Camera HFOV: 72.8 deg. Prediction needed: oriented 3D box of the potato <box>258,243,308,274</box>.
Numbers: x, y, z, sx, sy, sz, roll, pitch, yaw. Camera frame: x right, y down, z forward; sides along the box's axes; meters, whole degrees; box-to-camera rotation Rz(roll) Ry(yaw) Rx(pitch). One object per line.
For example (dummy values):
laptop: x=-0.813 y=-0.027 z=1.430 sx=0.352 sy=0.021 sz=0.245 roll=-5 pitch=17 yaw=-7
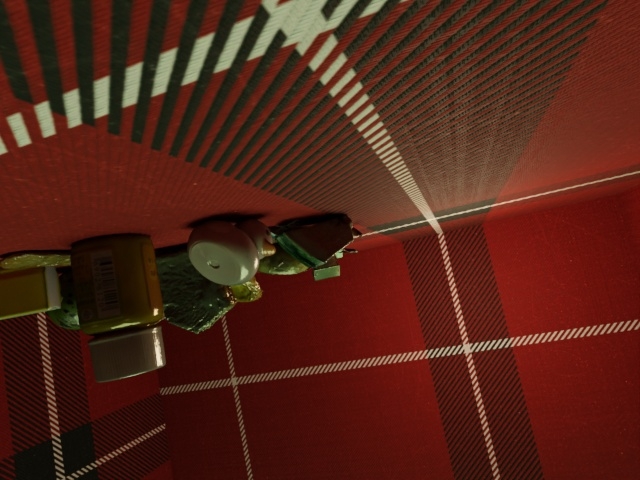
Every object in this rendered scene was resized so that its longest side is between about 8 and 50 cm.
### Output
potato: x=-0.170 y=0.058 z=1.902 sx=0.272 sy=0.160 sz=0.111 roll=3 pitch=129 yaw=-2

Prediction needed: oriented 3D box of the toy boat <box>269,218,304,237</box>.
toy boat: x=-0.121 y=-0.050 z=1.564 sx=0.150 sy=0.034 sz=0.105 roll=-25 pitch=167 yaw=13

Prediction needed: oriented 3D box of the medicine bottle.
medicine bottle: x=-0.570 y=0.189 z=1.244 sx=0.225 sy=0.383 sz=0.224 roll=-12 pitch=173 yaw=-1

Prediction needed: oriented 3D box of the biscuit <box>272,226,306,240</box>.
biscuit: x=-0.141 y=-0.016 z=1.784 sx=0.231 sy=0.025 sz=0.131 roll=-14 pitch=174 yaw=23

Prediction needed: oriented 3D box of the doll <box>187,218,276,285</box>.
doll: x=-0.257 y=0.012 z=1.288 sx=0.251 sy=0.220 sz=0.221 roll=10 pitch=178 yaw=13

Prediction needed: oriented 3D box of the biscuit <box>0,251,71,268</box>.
biscuit: x=-0.789 y=0.052 z=1.263 sx=0.119 sy=0.028 sz=0.247 roll=-22 pitch=169 yaw=25

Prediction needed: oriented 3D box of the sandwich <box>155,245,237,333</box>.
sandwich: x=-0.458 y=0.177 z=1.593 sx=0.263 sy=0.324 sz=0.131 roll=-12 pitch=-176 yaw=-3

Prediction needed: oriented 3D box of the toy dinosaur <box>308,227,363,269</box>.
toy dinosaur: x=0.053 y=0.037 z=1.955 sx=0.328 sy=0.112 sz=0.206 roll=-14 pitch=135 yaw=17

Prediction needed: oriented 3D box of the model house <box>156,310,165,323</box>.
model house: x=-0.755 y=0.214 z=2.007 sx=0.280 sy=0.245 sz=0.312 roll=-36 pitch=-153 yaw=-12

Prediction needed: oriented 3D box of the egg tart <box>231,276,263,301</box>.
egg tart: x=-0.419 y=0.165 z=1.985 sx=0.346 sy=0.132 sz=0.345 roll=12 pitch=146 yaw=8

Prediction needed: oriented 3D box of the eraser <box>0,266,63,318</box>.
eraser: x=-0.922 y=0.153 z=1.328 sx=0.226 sy=0.157 sz=0.069 roll=-11 pitch=172 yaw=-1

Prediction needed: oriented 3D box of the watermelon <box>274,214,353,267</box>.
watermelon: x=-0.001 y=0.016 z=1.586 sx=0.302 sy=0.151 sz=0.264 roll=-18 pitch=175 yaw=-10

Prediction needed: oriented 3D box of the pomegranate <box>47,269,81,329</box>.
pomegranate: x=-0.902 y=0.189 z=1.574 sx=0.243 sy=0.242 sz=0.305 roll=-12 pitch=143 yaw=9

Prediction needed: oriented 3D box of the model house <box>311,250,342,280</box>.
model house: x=0.023 y=0.089 z=2.170 sx=0.178 sy=0.206 sz=0.271 roll=-10 pitch=173 yaw=-10
